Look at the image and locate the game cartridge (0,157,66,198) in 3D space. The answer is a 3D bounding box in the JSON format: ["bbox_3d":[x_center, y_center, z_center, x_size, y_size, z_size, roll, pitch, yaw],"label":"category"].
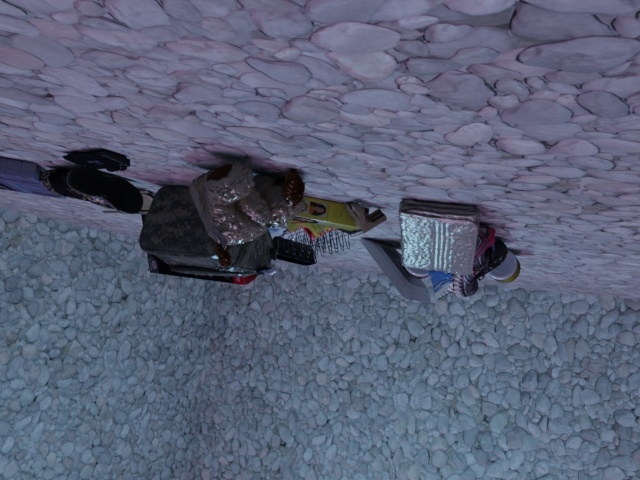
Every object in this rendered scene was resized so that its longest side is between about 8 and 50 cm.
[{"bbox_3d":[-0.888,-0.181,1.856,0.230,0.068,0.355,5,174,-7],"label":"game cartridge"}]

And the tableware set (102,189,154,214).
[{"bbox_3d":[-0.589,-0.130,1.953,0.194,0.039,0.128,2,149,7],"label":"tableware set"}]

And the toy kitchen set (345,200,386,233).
[{"bbox_3d":[0.112,-0.080,1.622,0.068,0.075,0.083,50,165,40],"label":"toy kitchen set"}]

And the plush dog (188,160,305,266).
[{"bbox_3d":[-0.138,-0.072,1.397,0.225,0.210,0.262,-18,-174,-21],"label":"plush dog"}]

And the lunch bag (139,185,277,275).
[{"bbox_3d":[-0.300,-0.005,1.789,0.305,0.212,0.256,4,160,27],"label":"lunch bag"}]

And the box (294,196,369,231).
[{"bbox_3d":[0.003,-0.072,1.672,0.232,0.058,0.087,9,174,-17],"label":"box"}]

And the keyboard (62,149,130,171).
[{"bbox_3d":[-0.504,-0.183,1.485,0.180,0.023,0.108,4,166,42],"label":"keyboard"}]

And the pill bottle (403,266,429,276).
[{"bbox_3d":[0.347,0.072,2.250,0.121,0.121,0.216,7,174,8],"label":"pill bottle"}]

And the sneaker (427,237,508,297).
[{"bbox_3d":[0.428,0.062,1.970,0.130,0.147,0.330,-25,172,-36],"label":"sneaker"}]

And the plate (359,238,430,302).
[{"bbox_3d":[0.288,0.105,2.368,0.277,0.045,0.278,53,-163,26],"label":"plate"}]

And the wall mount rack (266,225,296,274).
[{"bbox_3d":[-0.153,-0.014,2.116,0.304,0.130,0.350,-42,148,24],"label":"wall mount rack"}]

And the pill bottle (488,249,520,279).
[{"bbox_3d":[0.604,0.087,2.130,0.103,0.103,0.184,6,174,23],"label":"pill bottle"}]

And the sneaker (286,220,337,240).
[{"bbox_3d":[-0.001,-0.043,1.772,0.209,0.094,0.081,8,173,-14],"label":"sneaker"}]

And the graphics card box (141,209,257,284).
[{"bbox_3d":[-0.380,0.003,2.018,0.371,0.232,0.094,4,-159,24],"label":"graphics card box"}]

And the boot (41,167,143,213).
[{"bbox_3d":[-0.623,-0.139,1.764,0.179,0.085,0.236,6,168,38],"label":"boot"}]

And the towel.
[{"bbox_3d":[0.283,-0.005,1.558,0.187,0.049,0.282,8,150,13],"label":"towel"}]

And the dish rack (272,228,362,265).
[{"bbox_3d":[0.000,0.000,1.995,0.271,0.074,0.208,-19,161,31],"label":"dish rack"}]

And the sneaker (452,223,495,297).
[{"bbox_3d":[0.411,0.065,1.742,0.112,0.120,0.299,2,148,14],"label":"sneaker"}]

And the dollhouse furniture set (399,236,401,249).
[{"bbox_3d":[0.319,0.012,1.945,0.152,0.076,0.058,5,174,35],"label":"dollhouse furniture set"}]
